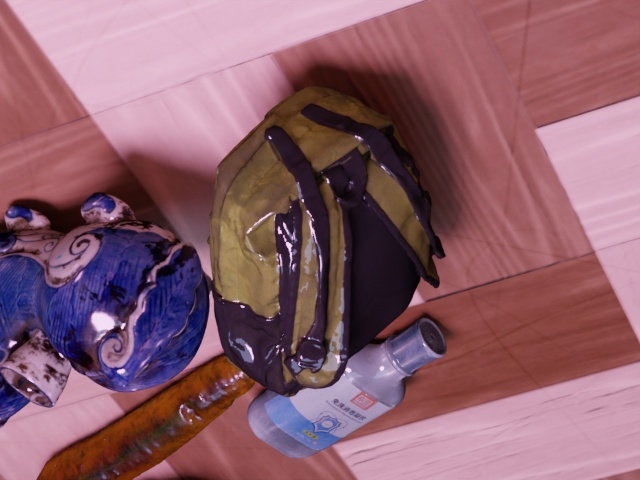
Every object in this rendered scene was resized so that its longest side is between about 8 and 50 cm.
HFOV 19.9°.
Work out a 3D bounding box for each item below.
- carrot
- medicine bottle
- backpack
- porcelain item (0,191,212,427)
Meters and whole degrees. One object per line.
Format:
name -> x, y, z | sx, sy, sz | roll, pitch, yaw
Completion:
carrot -> -0.163, 0.183, 1.785 | 0.314, 0.066, 0.066 | -35, 127, 27
medicine bottle -> 0.029, 0.139, 1.737 | 0.208, 0.053, 0.090 | -33, 127, 30
backpack -> 0.000, 0.000, 1.488 | 0.140, 0.207, 0.253 | 30, 147, 31
porcelain item -> -0.220, 0.069, 1.525 | 0.288, 0.186, 0.138 | 0, 143, 47
